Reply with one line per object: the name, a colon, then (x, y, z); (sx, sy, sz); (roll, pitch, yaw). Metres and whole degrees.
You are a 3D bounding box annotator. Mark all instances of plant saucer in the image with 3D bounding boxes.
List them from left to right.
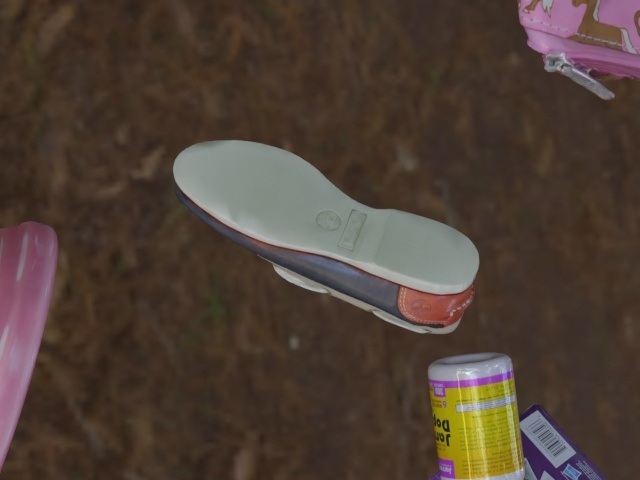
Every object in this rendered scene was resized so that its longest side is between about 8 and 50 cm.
plant saucer: (-0.322, 0.135, 1.756); (0.084, 0.332, 0.332); (18, 64, -14)

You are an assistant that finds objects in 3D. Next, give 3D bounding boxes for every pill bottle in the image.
pill bottle: (0.079, 0.100, 1.004); (0.043, 0.043, 0.083); (-12, 96, -53)

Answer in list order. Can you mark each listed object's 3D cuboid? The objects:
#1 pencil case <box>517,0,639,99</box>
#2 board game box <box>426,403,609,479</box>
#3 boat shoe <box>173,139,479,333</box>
pencil case: (0.290, -0.156, 1.317); (0.160, 0.386, 0.167); (-1, 102, -29)
board game box: (0.178, 0.265, 1.133); (0.347, 0.056, 0.208); (48, 34, 14)
boat shoe: (0.000, 0.000, 0.837); (0.043, 0.137, 0.049); (102, 12, -54)
